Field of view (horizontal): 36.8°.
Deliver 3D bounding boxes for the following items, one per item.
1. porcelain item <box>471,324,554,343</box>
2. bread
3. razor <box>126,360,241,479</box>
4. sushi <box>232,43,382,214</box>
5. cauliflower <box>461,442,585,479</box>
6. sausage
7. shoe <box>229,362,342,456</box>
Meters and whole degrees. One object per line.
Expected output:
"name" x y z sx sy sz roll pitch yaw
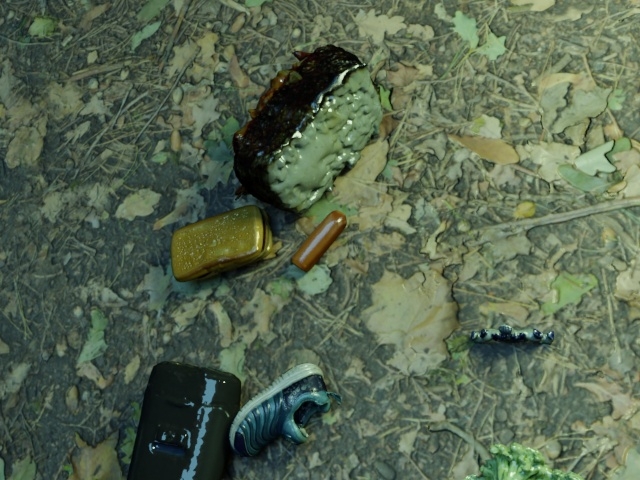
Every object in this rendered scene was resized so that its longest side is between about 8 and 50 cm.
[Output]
"porcelain item" 0.307 0.150 1.565 0.136 0.075 0.021 -2 69 23
"bread" -0.188 0.010 1.828 0.200 0.077 0.116 -18 66 17
"razor" -0.255 0.378 1.696 0.189 0.107 0.327 9 75 25
"sushi" -0.032 -0.196 1.793 0.343 0.196 0.182 -50 42 -7
"cauliflower" 0.266 0.428 1.378 0.275 0.250 0.272 -49 58 4
"sausage" 0.000 0.000 1.771 0.039 0.041 0.131 40 89 27
"shoe" -0.064 0.305 1.652 0.207 0.091 0.106 -38 55 2
